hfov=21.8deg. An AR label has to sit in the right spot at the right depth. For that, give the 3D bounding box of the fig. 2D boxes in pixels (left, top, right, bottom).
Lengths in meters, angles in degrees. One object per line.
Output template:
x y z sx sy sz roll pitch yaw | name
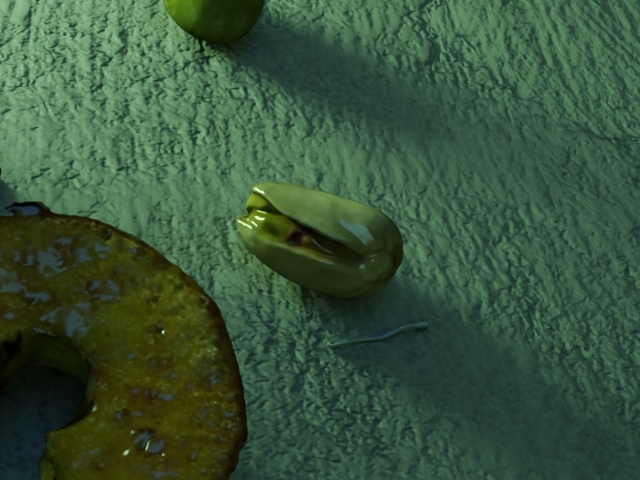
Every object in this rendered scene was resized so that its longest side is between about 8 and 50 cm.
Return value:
-0.141 -0.325 2.205 0.135 0.121 0.153 -10 31 -17 | fig

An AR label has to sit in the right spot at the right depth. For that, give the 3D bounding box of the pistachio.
0.000 0.000 1.976 0.200 0.117 0.145 17 10 9 | pistachio

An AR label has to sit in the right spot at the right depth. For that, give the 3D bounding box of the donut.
-0.275 0.163 1.731 0.435 0.163 0.378 28 48 11 | donut

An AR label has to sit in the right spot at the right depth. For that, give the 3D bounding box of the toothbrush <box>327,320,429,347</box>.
0.068 0.111 1.963 0.131 0.013 0.011 -10 44 -21 | toothbrush
